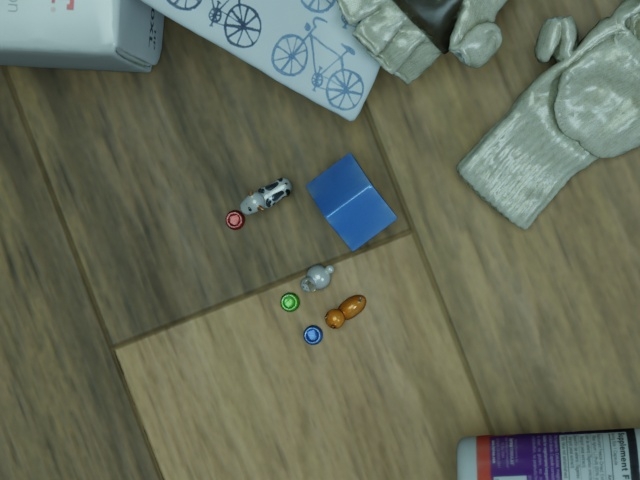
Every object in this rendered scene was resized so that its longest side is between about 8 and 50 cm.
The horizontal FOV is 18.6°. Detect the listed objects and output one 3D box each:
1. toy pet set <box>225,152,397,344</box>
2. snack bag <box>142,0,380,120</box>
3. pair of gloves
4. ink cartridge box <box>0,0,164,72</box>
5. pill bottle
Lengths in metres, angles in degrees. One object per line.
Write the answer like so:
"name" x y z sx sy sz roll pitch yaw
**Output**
"toy pet set" 0.000 0.000 1.460 0.114 0.065 0.122 -36 87 5
"snack bag" -0.019 -0.299 1.375 0.323 0.037 0.342 29 86 -35
"pair of gloves" 0.151 -0.149 1.427 0.204 0.042 0.240 -39 105 3
"ink cartridge box" -0.314 -0.280 1.442 0.395 0.166 0.285 4 91 5
"pill bottle" 0.198 0.191 1.418 0.193 0.108 0.108 -3 90 6
